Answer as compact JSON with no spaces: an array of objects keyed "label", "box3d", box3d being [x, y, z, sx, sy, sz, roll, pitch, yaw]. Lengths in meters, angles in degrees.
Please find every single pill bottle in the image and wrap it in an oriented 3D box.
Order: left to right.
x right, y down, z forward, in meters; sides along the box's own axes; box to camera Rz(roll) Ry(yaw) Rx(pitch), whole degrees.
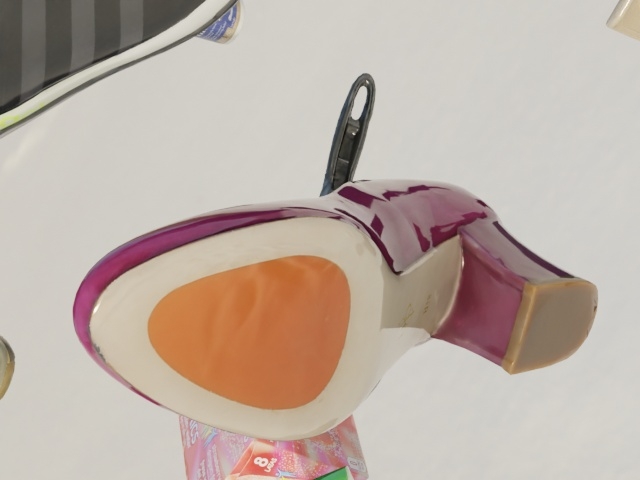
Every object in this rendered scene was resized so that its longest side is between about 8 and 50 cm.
[{"label":"pill bottle","box3d":[-0.161,-0.291,2.078,0.067,0.120,0.067,-19,66,51]}]

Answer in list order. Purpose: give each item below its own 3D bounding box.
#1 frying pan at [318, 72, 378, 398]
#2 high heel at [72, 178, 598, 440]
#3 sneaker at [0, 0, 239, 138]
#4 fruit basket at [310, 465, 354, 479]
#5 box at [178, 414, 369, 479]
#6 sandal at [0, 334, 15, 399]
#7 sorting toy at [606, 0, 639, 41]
[{"label":"frying pan","box3d":[0.020,0.022,1.490,0.326,0.197,0.053,-50,10,-18]},{"label":"high heel","box3d":[-0.019,0.019,0.921,0.181,0.377,0.127,29,105,40]},{"label":"sneaker","box3d":[-0.112,-0.107,0.666,0.235,0.084,0.097,-37,-20,6]},{"label":"fruit basket","box3d":[0.061,0.351,1.153,0.283,0.392,0.392,75,-146,-64]},{"label":"box","box3d":[-0.066,0.198,1.898,0.142,0.154,0.300,-56,26,26]},{"label":"sandal","box3d":[-0.282,0.072,1.088,0.049,0.180,0.072,22,-91,-66]},{"label":"sorting toy","box3d":[0.392,-0.284,1.698,0.038,0.208,0.193,43,111,37]}]
